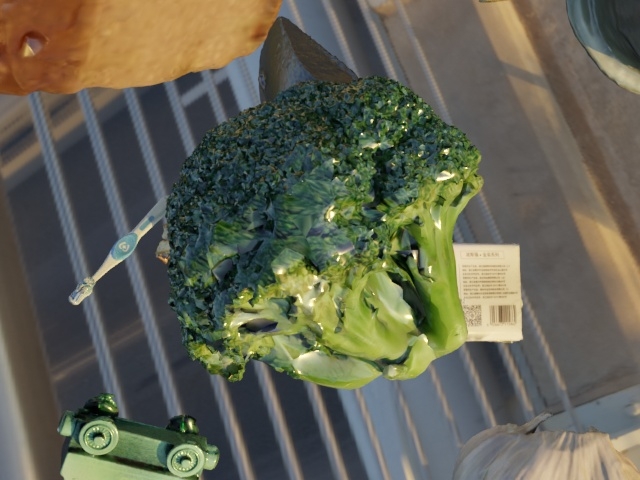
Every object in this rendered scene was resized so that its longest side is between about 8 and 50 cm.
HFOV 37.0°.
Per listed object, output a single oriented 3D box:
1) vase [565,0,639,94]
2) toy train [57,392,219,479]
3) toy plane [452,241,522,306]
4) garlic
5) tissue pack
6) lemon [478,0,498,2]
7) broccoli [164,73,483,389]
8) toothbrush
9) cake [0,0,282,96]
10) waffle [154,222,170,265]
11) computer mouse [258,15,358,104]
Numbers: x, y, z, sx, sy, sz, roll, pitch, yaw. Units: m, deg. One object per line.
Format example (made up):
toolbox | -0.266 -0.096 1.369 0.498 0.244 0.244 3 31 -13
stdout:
vase | 0.392 -0.227 0.882 0.245 0.291 0.245 -2 108 -5
toy train | -0.195 0.227 1.003 0.070 0.172 0.099 -124 55 -69
toy plane | 0.139 0.034 1.247 0.256 0.242 0.104 36 66 19
garlic | 0.254 0.304 1.079 0.229 0.143 0.178 14 128 20
tissue pack | 0.124 0.055 1.001 0.099 0.148 0.106 166 104 -66
lemon | 0.339 -0.575 1.521 0.364 0.364 0.364 -3 85 32
broccoli | 0.000 0.000 0.749 0.294 0.265 0.245 -19 115 34
toothbrush | -0.384 0.012 1.882 0.040 0.386 0.040 10 123 16
cake | -0.106 -0.185 0.364 0.196 0.293 0.199 54 138 24
waffle | -0.174 0.039 1.945 0.308 0.213 0.091 0 62 46
computer mouse | -0.031 -0.179 1.303 0.295 0.087 0.168 51 143 39
